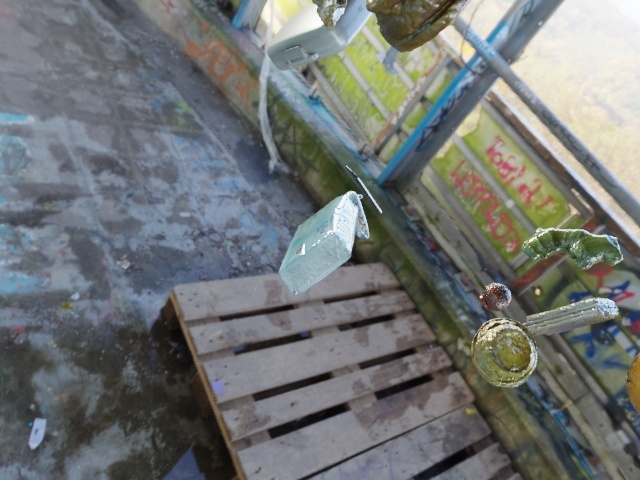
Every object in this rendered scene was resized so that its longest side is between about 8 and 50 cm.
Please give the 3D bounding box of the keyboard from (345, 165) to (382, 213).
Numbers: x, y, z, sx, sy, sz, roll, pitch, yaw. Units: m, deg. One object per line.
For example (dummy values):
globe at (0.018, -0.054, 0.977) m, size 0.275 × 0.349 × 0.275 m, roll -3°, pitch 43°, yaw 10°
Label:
keyboard at (0.126, -0.143, 1.507) m, size 0.067 × 0.011 × 0.202 m, roll 51°, pitch 3°, yaw 37°

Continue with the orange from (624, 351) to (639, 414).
orange at (0.898, 0.378, 1.348) m, size 0.219 × 0.219 × 0.193 m, roll -8°, pitch 22°, yaw -44°

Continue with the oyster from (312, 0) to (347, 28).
oyster at (0.021, -0.655, 1.327) m, size 0.162 × 0.107 × 0.232 m, roll -3°, pitch 66°, yaw 8°

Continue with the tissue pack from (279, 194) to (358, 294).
tissue pack at (0.000, 0.000, 1.266) m, size 0.089 × 0.177 × 0.263 m, roll 48°, pitch 22°, yaw -15°

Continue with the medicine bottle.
medicine bottle at (-0.009, -0.697, 1.737) m, size 0.123 × 0.375 × 0.282 m, roll 46°, pitch 66°, yaw -33°

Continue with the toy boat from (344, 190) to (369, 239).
toy boat at (0.157, -0.104, 2.140) m, size 0.134 × 0.079 × 0.207 m, roll -70°, pitch 139°, yaw -87°

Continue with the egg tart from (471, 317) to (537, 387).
egg tart at (0.497, 0.294, 1.400) m, size 0.191 × 0.074 × 0.191 m, roll 1°, pitch 68°, yaw -3°

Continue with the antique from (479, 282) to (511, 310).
antique at (0.605, 0.195, 1.805) m, size 0.104 × 0.104 × 0.104 m, roll 22°, pitch 39°, yaw -19°

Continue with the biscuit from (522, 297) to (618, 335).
biscuit at (0.709, 0.220, 1.503) m, size 0.108 × 0.239 × 0.061 m, roll 8°, pitch 64°, yaw -34°

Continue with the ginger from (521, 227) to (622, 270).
ginger at (0.796, 0.024, 1.665) m, size 0.290 × 0.137 × 0.089 m, roll 14°, pitch -12°, yaw 21°

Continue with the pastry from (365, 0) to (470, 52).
pastry at (0.205, -0.470, 0.983) m, size 0.235 × 0.240 × 0.132 m, roll -49°, pitch 116°, yaw -15°
